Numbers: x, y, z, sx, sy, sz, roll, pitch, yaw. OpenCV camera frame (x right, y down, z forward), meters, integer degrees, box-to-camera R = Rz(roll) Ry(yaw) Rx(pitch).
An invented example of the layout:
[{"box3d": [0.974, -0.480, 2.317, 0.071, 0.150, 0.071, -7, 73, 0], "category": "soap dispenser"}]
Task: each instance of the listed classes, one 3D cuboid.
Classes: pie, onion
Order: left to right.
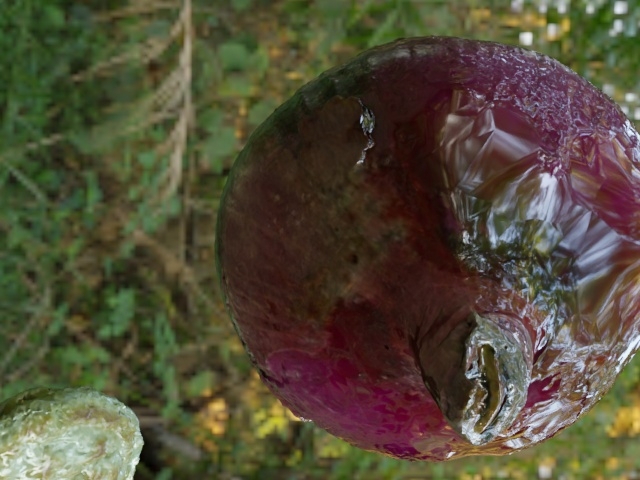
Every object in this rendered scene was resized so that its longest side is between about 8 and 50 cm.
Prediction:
[{"box3d": [-0.279, 0.230, 1.364, 0.248, 0.201, 0.090, -56, -132, 17], "category": "pie"}, {"box3d": [0.096, 0.029, 1.074, 0.385, 0.348, 0.347, -97, -173, -68], "category": "onion"}]
